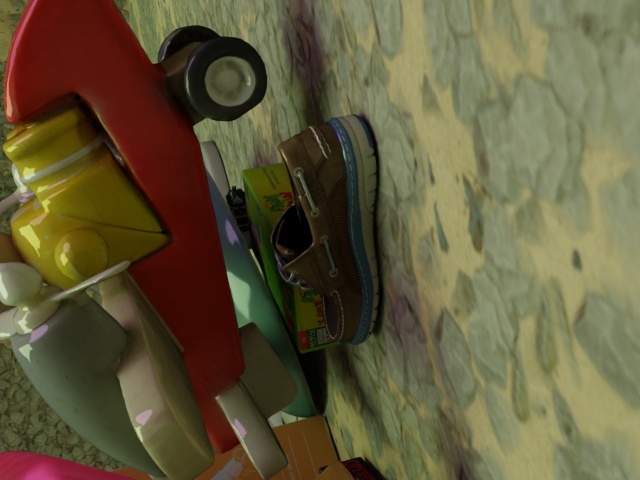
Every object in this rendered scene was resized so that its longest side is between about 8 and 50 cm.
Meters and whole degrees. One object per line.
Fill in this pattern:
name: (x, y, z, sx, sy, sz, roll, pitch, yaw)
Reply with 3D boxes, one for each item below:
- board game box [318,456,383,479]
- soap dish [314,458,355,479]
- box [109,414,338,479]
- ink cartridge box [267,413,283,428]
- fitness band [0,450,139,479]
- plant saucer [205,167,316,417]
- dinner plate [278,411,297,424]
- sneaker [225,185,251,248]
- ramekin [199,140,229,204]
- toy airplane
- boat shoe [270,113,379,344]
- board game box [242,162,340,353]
board game box: (0.075, 0.370, 0.662, 0.208, 0.056, 0.346, -158, 56, -79)
soap dish: (0.022, 0.309, 0.504, 0.229, 0.118, 0.290, 52, 145, 36)
box: (-0.132, 0.347, 0.851, 0.168, 0.345, 0.215, 95, 158, -53)
ink cartridge box: (-0.106, 0.297, 1.284, 0.190, 0.082, 0.139, 134, 123, -76)
fitness band: (-0.140, 0.244, 0.688, 0.209, 0.291, 0.054, 87, -162, -57)
plant saucer: (-0.091, 0.063, 0.941, 0.317, 0.044, 0.317, 62, 171, 18)
dinner plate: (-0.058, 0.191, 1.125, 0.141, 0.017, 0.141, 168, 90, -79)
sneaker: (-0.103, -0.036, 1.051, 0.098, 0.038, 0.069, -122, 22, -54)
ramekin: (-0.205, -0.048, 1.319, 0.207, 0.109, 0.207, 168, 90, -77)
toy airplane: (-0.166, 0.035, 0.660, 0.386, 0.272, 0.384, 109, 144, -62)
boat shoe: (0.000, 0.000, 0.581, 0.066, 0.066, 0.183, -121, 23, -55)
board game box: (-0.027, 0.010, 0.757, 0.181, 0.043, 0.092, -121, 23, -55)
